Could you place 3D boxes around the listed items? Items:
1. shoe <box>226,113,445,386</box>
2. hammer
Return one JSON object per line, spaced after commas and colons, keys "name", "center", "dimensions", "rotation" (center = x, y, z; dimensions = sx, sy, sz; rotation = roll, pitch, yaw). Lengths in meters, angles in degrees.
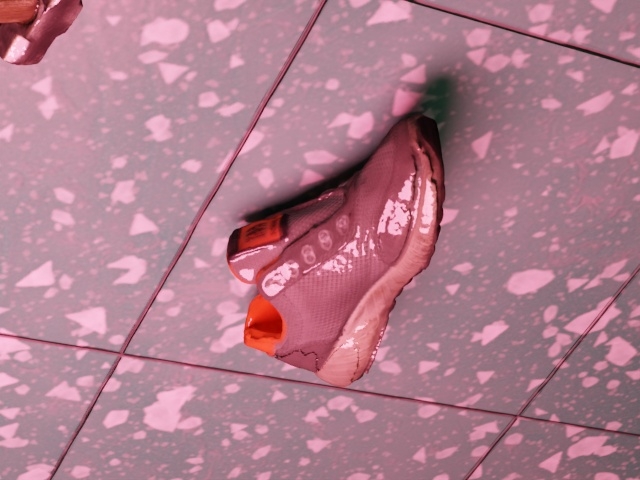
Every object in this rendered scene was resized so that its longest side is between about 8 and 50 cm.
{"name": "shoe", "center": [0.000, 0.000, 1.544], "dimensions": [0.171, 0.132, 0.336], "rotation": [10, 135, -14]}
{"name": "hammer", "center": [-0.331, -0.167, 1.198], "dimensions": [0.365, 0.043, 0.111], "rotation": [-12, 154, -46]}
